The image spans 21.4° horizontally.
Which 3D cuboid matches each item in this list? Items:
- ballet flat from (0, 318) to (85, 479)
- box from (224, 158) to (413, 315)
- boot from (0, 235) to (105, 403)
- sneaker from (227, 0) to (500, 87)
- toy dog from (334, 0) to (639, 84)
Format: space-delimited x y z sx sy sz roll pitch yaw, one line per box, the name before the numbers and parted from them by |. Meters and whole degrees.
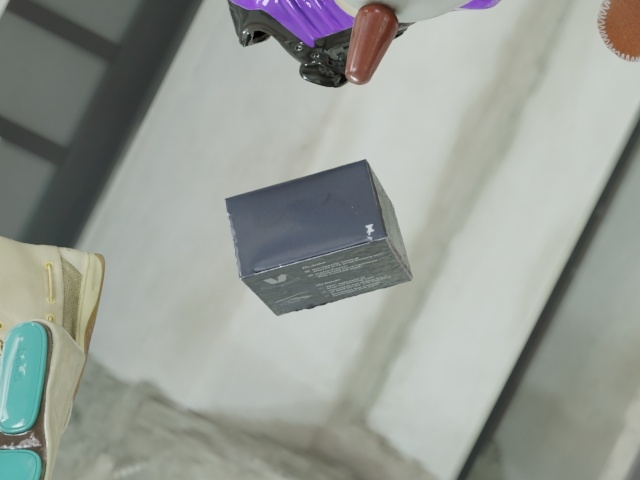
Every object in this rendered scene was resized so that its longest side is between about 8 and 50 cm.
ballet flat | -0.265 0.193 1.528 0.086 0.248 0.086 10 155 5
box | 0.000 0.000 1.757 0.156 0.093 0.158 -15 161 8
boot | -0.364 0.108 1.908 0.203 0.262 0.095 17 153 -15
sneaker | 0.040 -0.216 1.607 0.293 0.146 0.102 10 -164 28
toy dog | 0.126 -0.173 0.980 0.333 0.161 0.220 -12 155 34
